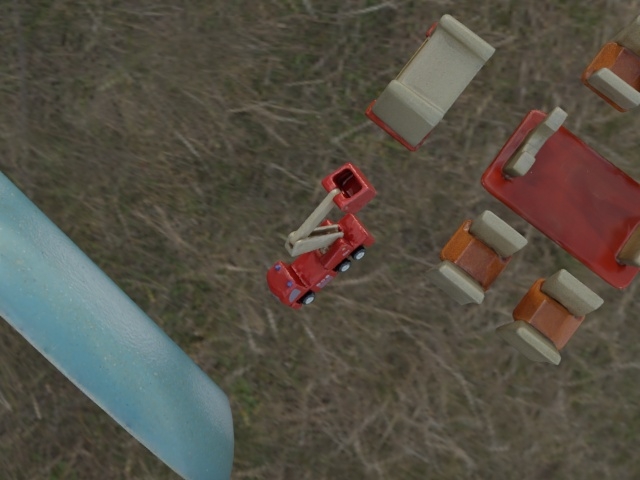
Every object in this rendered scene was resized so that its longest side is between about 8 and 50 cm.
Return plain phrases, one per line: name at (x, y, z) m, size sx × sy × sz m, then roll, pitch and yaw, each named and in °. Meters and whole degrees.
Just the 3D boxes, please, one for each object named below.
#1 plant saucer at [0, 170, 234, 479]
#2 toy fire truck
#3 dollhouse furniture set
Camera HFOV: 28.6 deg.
plant saucer at (-0.151, 0.006, 0.639) m, size 0.043 × 0.318 × 0.317 m, roll -46°, pitch 120°, yaw -9°
toy fire truck at (0.000, 0.000, 1.520) m, size 0.192 × 0.047 × 0.135 m, roll -41°, pitch 153°, yaw 10°
dollhouse furniture set at (0.170, -0.067, 1.035) m, size 0.259 × 0.135 × 0.262 m, roll 38°, pitch 83°, yaw 0°
